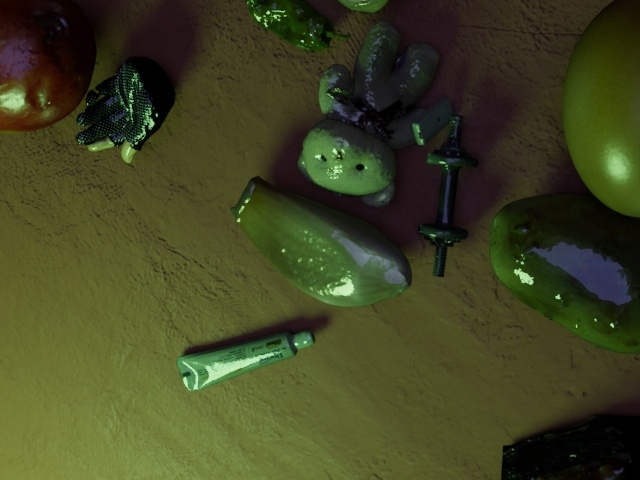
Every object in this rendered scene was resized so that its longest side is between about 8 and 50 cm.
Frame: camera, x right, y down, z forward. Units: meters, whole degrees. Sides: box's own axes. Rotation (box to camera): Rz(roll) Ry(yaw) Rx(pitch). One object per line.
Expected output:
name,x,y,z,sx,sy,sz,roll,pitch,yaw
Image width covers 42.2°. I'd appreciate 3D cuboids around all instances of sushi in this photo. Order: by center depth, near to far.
sushi,0.383,0.388,1.228,0.227,0.212,0.215,-1,96,14

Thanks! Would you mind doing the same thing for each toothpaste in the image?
toothpaste,-0.128,0.197,1.414,0.255,0.037,0.067,-19,96,17

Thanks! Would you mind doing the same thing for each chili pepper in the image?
chili pepper,-0.030,-0.344,1.327,0.204,0.073,0.072,34,119,19

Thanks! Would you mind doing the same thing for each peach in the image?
peach,-0.486,-0.304,1.343,0.281,0.281,0.238,-34,129,13

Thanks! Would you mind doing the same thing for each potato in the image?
potato,0.394,0.038,1.214,0.307,0.173,0.210,24,102,7

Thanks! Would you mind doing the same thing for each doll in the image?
doll,0.077,-0.199,1.283,0.175,0.149,0.278,25,93,17

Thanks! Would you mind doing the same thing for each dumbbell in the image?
dumbbell,0.199,-0.069,1.295,0.082,0.081,0.254,7,97,12

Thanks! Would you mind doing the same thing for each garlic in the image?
garlic,-0.002,0.008,1.330,0.318,0.112,0.143,27,122,8

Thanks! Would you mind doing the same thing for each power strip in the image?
power strip,0.176,-0.186,1.291,0.016,0.090,0.040,19,141,45

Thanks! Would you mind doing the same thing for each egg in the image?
egg,0.460,-0.190,1.135,0.250,0.250,0.322,9,89,12

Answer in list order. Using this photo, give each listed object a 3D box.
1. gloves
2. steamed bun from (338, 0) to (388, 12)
gloves,-0.330,-0.213,1.399,0.181,0.106,0.129,-33,108,32
steamed bun,0.071,-0.461,1.277,0.231,0.110,0.212,14,105,28
